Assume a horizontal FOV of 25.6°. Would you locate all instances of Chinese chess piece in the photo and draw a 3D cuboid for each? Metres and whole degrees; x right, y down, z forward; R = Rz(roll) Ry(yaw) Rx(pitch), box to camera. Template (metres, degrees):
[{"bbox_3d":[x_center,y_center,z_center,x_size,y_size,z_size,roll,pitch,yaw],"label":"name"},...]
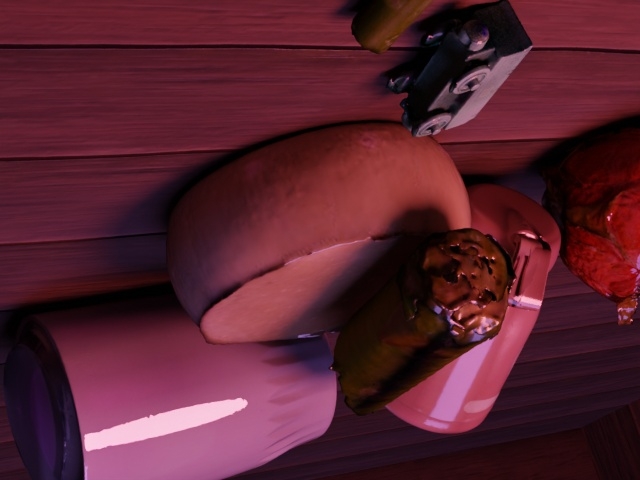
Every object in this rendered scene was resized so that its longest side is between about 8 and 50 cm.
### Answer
[{"bbox_3d":[0.000,0.000,1.539,0.338,0.140,0.338,-14,160,-5],"label":"Chinese chess piece"}]

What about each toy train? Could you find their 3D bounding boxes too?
[{"bbox_3d":[0.130,-0.157,1.317,0.099,0.070,0.172,-21,165,-25],"label":"toy train"}]

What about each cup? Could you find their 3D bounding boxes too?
[{"bbox_3d":[-0.185,0.189,1.739,0.371,0.253,0.253,-10,160,-26],"label":"cup"}]

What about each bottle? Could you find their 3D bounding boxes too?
[{"bbox_3d":[0.183,0.086,1.698,0.173,0.206,0.297,15,121,-17],"label":"bottle"}]

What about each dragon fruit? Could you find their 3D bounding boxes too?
[{"bbox_3d":[0.331,-0.039,1.695,0.148,0.218,0.224,12,119,9],"label":"dragon fruit"}]

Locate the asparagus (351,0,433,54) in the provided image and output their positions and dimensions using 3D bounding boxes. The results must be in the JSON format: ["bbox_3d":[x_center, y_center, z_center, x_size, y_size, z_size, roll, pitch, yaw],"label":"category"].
[{"bbox_3d":[0.083,-0.214,1.146,0.045,0.041,0.178,36,142,-10],"label":"asparagus"}]

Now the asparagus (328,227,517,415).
[{"bbox_3d":[0.086,0.105,1.526,0.128,0.108,0.382,-6,160,-25],"label":"asparagus"}]
